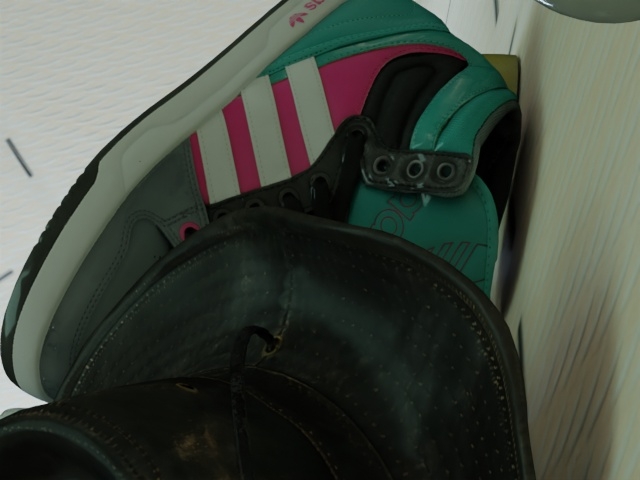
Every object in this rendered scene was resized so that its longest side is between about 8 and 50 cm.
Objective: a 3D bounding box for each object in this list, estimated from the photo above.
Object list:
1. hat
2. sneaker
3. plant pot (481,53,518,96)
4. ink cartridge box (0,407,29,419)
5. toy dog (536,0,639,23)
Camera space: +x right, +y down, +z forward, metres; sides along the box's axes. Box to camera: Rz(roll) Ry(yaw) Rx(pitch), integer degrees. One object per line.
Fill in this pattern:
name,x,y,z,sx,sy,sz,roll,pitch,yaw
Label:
hat,-0.072,0.130,0.617,0.331,0.134,0.331,-14,72,51
sneaker,0.000,0.000,0.886,0.295,0.178,0.124,-47,-29,-24
plant pot,0.053,-0.047,1.033,0.134,0.095,0.134,-171,90,-90
ink cartridge box,-0.052,0.206,0.739,0.296,0.066,0.261,-2,82,54
toy dog,0.047,-0.177,0.349,0.220,0.161,0.333,-80,0,-57
